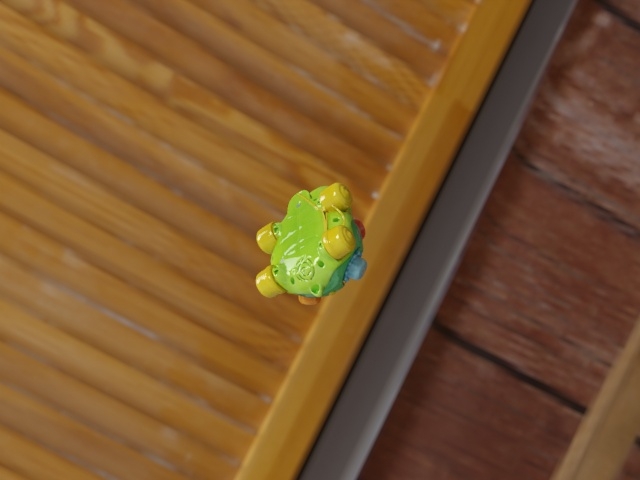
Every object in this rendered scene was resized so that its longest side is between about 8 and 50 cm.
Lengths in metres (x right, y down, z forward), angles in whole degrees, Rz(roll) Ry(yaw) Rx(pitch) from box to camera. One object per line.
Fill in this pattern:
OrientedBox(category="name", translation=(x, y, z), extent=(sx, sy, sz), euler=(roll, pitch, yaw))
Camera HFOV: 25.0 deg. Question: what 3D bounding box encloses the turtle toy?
OrientedBox(category="turtle toy", translation=(0.000, 0.000, 1.198), extent=(0.095, 0.130, 0.066), euler=(-31, 129, 27))
